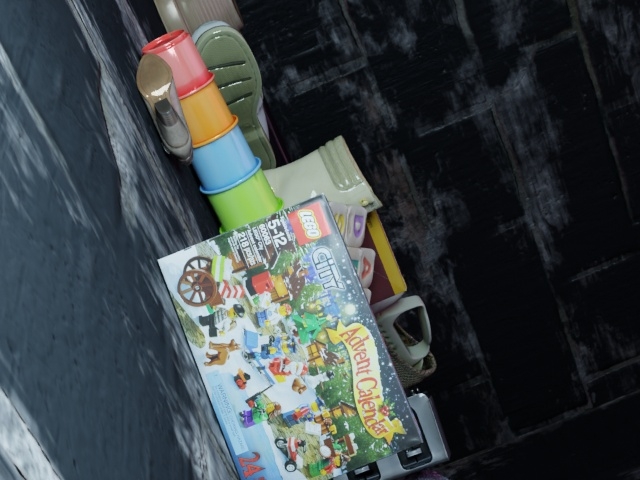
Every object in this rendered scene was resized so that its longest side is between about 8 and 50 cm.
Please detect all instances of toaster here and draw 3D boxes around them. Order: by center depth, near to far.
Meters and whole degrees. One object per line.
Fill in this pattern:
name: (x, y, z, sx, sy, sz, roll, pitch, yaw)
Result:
toaster: (0.091, 0.286, 1.689, 0.185, 0.168, 0.110, 39, 32, -81)

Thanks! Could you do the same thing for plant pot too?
plant pot: (-0.194, -0.376, 1.884, 0.237, 0.109, 0.237, -21, 90, -86)

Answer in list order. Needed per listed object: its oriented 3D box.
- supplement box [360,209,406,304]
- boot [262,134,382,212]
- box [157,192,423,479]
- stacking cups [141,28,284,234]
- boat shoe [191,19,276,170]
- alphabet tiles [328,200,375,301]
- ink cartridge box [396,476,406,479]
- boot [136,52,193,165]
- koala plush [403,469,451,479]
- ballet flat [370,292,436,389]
supplement box: (0.009, 0.018, 1.832, 0.129, 0.194, 0.191, -81, 149, -84)
boot: (0.000, 0.000, 1.690, 0.095, 0.203, 0.262, 41, 25, -82)
box: (-0.026, 0.096, 1.034, 0.044, 0.159, 0.233, 38, 30, -83)
stacking cups: (-0.117, -0.106, 1.448, 0.096, 0.096, 0.316, -105, 172, -65)
boat shoe: (-0.142, -0.217, 1.769, 0.302, 0.113, 0.103, 80, -9, -49)
alphabet tiles: (0.016, 0.091, 1.565, 0.278, 0.021, 0.284, 8, 88, -67)
ink cartridge box: (0.078, 0.312, 1.905, 0.219, 0.092, 0.160, -72, 140, -84)
boot: (-0.173, -0.143, 1.331, 0.087, 0.042, 0.118, 74, -2, -52)
koala plush: (0.158, 0.443, 1.614, 0.221, 0.203, 0.196, -7, 106, -60)
ballet flat: (0.109, 0.138, 2.299, 0.483, 0.182, 0.164, 54, 20, -46)
